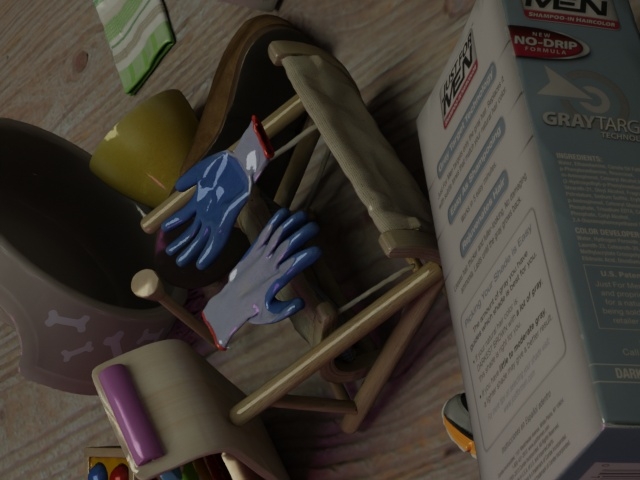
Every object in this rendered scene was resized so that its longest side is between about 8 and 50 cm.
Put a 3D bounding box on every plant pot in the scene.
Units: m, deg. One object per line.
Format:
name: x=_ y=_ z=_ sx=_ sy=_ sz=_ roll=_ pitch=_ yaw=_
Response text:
plant pot: x=-0.173 y=-0.087 z=1.476 sx=0.095 sy=0.134 sz=0.134 roll=47 pitch=126 yaw=9

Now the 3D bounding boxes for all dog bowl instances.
dog bowl: x=-0.293 y=0.004 z=1.445 sx=0.102 sy=0.349 sz=0.348 roll=-48 pitch=51 yaw=20

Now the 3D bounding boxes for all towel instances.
towel: x=-0.230 y=-0.268 z=1.628 sx=0.113 sy=0.023 sz=0.152 roll=-46 pitch=54 yaw=39

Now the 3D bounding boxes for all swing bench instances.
swing bench: x=0.000 y=0.000 z=1.218 sx=0.254 sy=0.165 sz=0.253 roll=-49 pitch=51 yaw=29

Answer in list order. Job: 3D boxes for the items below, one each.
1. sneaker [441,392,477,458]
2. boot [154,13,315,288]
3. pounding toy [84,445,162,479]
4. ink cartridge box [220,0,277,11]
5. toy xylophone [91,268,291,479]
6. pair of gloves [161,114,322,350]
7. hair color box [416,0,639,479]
sneaker: x=0.189 y=0.147 z=1.038 sx=0.215 sy=0.084 sz=0.083 roll=13 pitch=93 yaw=42
boot: x=-0.094 y=-0.093 z=1.403 sx=0.305 sy=0.112 sz=0.115 roll=-65 pitch=25 yaw=16
pounding toy: x=-0.215 y=0.302 z=1.492 sx=0.130 sy=0.100 sz=0.141 roll=-10 pitch=79 yaw=50
ink cartridge box: x=-0.085 y=-0.423 z=1.319 sx=0.119 sy=0.207 sz=0.353 roll=49 pitch=123 yaw=43
toy xylophone: x=-0.116 y=0.170 z=1.273 sx=0.081 sy=0.322 sz=0.236 roll=-29 pitch=55 yaw=2
pair of gloves: x=-0.072 y=-0.002 z=1.157 sx=0.159 sy=0.023 sz=0.198 roll=-48 pitch=52 yaw=31
hair color box: x=0.170 y=0.006 z=0.940 sx=0.185 sy=0.114 sz=0.374 roll=114 pitch=154 yaw=-52
